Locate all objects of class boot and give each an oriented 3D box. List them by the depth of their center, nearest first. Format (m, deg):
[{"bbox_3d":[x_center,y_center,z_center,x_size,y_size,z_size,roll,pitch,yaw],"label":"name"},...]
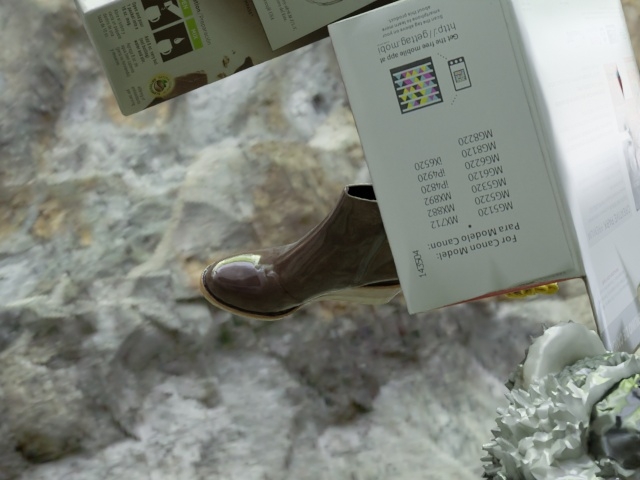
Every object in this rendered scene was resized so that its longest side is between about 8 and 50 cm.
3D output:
[{"bbox_3d":[0.000,0.000,1.366,0.248,0.207,0.090,0,-125,-16],"label":"boot"}]

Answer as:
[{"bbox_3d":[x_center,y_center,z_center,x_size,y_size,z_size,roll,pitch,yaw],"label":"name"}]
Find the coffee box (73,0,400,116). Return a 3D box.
[{"bbox_3d":[-0.071,-0.248,1.086,0.119,0.297,0.168,74,171,-46],"label":"coffee box"}]

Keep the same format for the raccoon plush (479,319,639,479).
[{"bbox_3d":[0.064,0.223,0.711,0.216,0.446,0.299,55,-154,-18],"label":"raccoon plush"}]

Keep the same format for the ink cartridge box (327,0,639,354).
[{"bbox_3d":[0.158,-0.052,0.917,0.309,0.130,0.271,-20,-85,-62],"label":"ink cartridge box"}]

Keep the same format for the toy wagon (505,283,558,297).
[{"bbox_3d":[0.271,-0.078,1.614,0.068,0.267,0.344,69,-160,-46],"label":"toy wagon"}]
